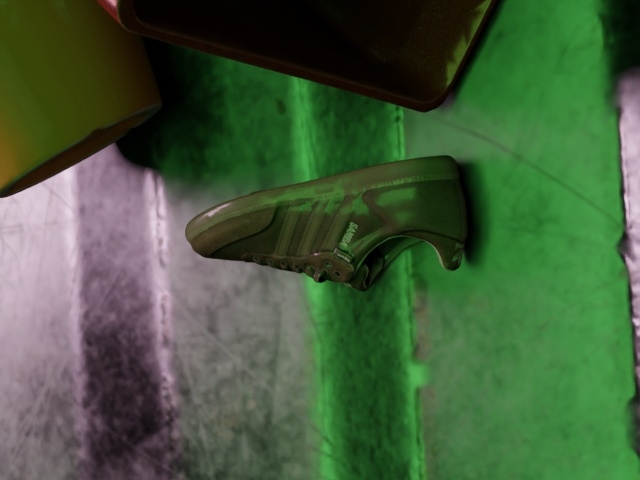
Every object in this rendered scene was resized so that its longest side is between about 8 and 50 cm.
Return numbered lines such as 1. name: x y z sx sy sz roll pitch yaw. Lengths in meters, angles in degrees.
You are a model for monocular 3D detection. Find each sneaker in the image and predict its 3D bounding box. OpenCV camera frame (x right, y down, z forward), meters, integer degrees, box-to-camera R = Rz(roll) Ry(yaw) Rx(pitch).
1. sneaker: 0.000 0.000 0.896 0.188 0.066 0.071 -13 85 29

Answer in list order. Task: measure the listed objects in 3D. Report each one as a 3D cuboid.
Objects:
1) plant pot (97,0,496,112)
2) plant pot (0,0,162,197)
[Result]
1. plant pot: -0.031 -0.257 0.817 0.236 0.267 0.267 37 108 37
2. plant pot: -0.203 -0.137 0.948 0.205 0.205 0.188 -28 93 27
